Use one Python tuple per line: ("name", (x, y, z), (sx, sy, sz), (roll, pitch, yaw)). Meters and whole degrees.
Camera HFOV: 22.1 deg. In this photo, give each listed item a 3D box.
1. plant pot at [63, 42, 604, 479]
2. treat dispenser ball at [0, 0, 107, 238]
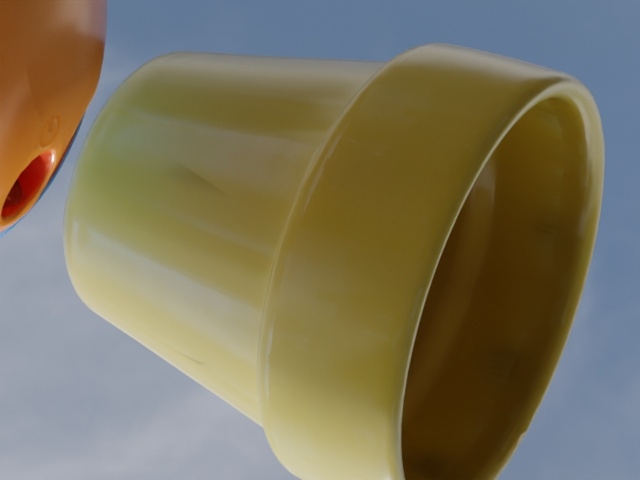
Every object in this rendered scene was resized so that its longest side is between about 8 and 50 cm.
("plant pot", (0.000, 0.000, 0.911), (0.239, 0.254, 0.254), (20, -136, 26))
("treat dispenser ball", (-0.240, -0.108, 0.737), (0.288, 0.288, 0.288), (14, -126, -20))
